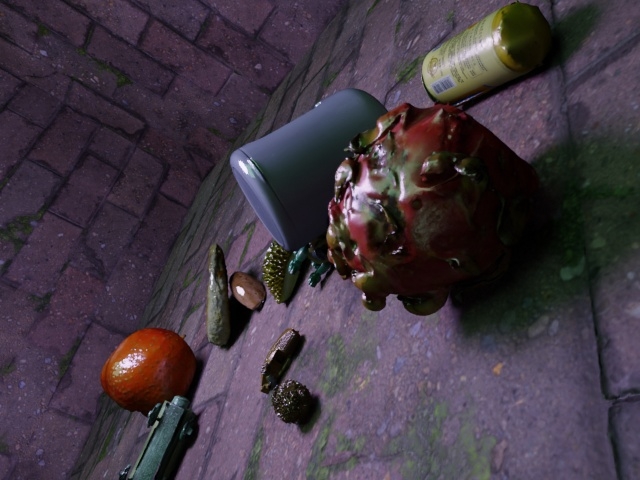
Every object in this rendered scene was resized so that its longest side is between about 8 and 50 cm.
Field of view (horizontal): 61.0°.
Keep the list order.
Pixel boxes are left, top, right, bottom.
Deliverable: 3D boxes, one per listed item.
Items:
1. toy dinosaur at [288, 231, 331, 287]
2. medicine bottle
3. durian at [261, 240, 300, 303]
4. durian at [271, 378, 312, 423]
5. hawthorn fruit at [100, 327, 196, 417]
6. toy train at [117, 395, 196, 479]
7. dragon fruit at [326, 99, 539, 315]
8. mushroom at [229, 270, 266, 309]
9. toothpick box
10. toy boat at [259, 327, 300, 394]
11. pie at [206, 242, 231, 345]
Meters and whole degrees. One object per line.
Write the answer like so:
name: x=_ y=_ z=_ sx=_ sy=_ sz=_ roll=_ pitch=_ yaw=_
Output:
toy dinosaur: x=0.000 y=0.000 z=1.248 sx=0.153 sy=0.094 sz=0.259 roll=-51 pitch=14 yaw=17
medicine bottle: x=0.292 y=-0.325 z=0.962 sx=0.239 sy=0.124 sz=0.124 roll=-7 pitch=55 yaw=64
durian: x=-0.092 y=0.041 z=1.368 sx=0.221 sy=0.095 sz=0.137 roll=-64 pitch=17 yaw=-2
durian: x=-0.051 y=0.298 z=0.992 sx=0.080 sy=0.080 sz=0.091 roll=-136 pitch=36 yaw=-69
hawthorn fruit: x=-0.509 y=0.393 z=1.660 sx=0.275 sy=0.275 sz=0.300 roll=-32 pitch=16 yaw=51
toy train: x=-0.424 y=0.571 z=1.455 sx=0.189 sy=0.126 sz=0.308 roll=85 pitch=-155 yaw=-68
dragon fruit: x=0.139 y=-0.031 z=0.752 sx=0.291 sy=0.250 sz=0.269 roll=-50 pitch=41 yaw=9
mushroom: x=-0.217 y=0.135 z=1.562 sx=0.072 sy=0.094 sz=0.210 roll=-63 pitch=16 yaw=1
toothpick box: x=0.026 y=-0.153 z=1.116 sx=0.354 sy=0.263 sz=0.263 roll=-34 pitch=18 yaw=-10
toy boat: x=-0.090 y=0.255 z=1.159 sx=0.149 sy=0.047 sz=0.049 roll=-62 pitch=21 yaw=-7
pie: x=-0.305 y=0.160 z=1.627 sx=0.323 sy=0.070 sz=0.323 roll=180 pitch=90 yaw=-80
